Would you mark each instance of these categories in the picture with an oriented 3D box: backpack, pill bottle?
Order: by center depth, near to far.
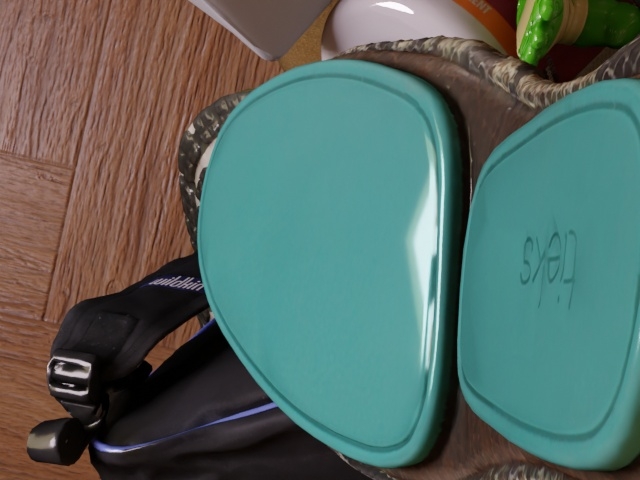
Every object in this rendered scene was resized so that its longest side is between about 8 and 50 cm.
[{"bbox_3d":[0.043,0.083,0.940,0.263,0.276,0.213,-59,-44,-66],"label":"backpack"},{"bbox_3d":[0.110,-0.129,0.979,0.221,0.121,0.121,-44,-17,-32],"label":"pill bottle"}]

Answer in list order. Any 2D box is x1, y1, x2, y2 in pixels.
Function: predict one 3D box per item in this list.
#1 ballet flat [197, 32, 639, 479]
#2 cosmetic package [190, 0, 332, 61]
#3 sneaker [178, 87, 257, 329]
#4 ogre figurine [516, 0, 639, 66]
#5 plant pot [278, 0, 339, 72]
[{"bbox_3d":[0.094,0.015,0.627,0.483,0.182,0.164,-174,90,-74],"label":"ballet flat"},{"bbox_3d":[0.031,-0.333,0.958,0.453,0.161,0.230,-48,38,1],"label":"cosmetic package"},{"bbox_3d":[0.000,0.000,1.487,0.410,0.182,0.158,96,150,-61],"label":"sneaker"},{"bbox_3d":[0.152,-0.120,0.872,0.097,0.118,0.197,114,168,-57],"label":"ogre figurine"},{"bbox_3d":[0.045,-0.183,1.167,0.254,0.237,0.237,38,-120,-59],"label":"plant pot"}]
